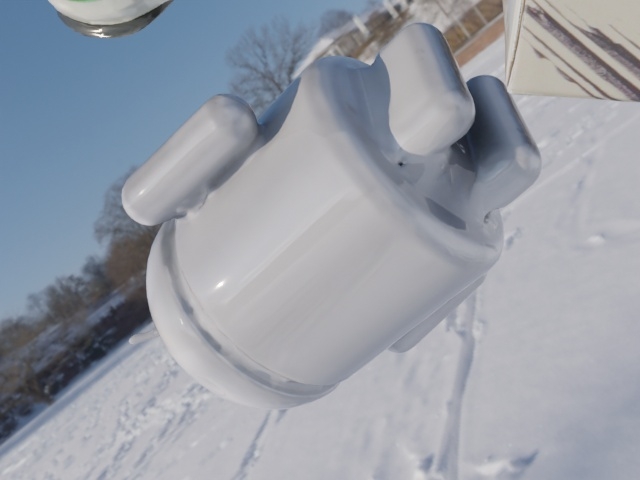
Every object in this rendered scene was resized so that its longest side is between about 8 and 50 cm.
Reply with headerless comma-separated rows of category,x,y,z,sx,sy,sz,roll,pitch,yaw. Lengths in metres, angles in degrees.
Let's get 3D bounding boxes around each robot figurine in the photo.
robot figurine,0.000,0.000,0.633,0.353,0.300,0.199,-42,32,27

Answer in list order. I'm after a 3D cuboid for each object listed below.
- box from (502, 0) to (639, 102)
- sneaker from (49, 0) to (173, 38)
box,0.214,-0.109,0.309,0.275,0.094,0.113,6,39,9
sneaker,-0.138,-0.374,0.623,0.182,0.158,0.410,35,-109,-71
